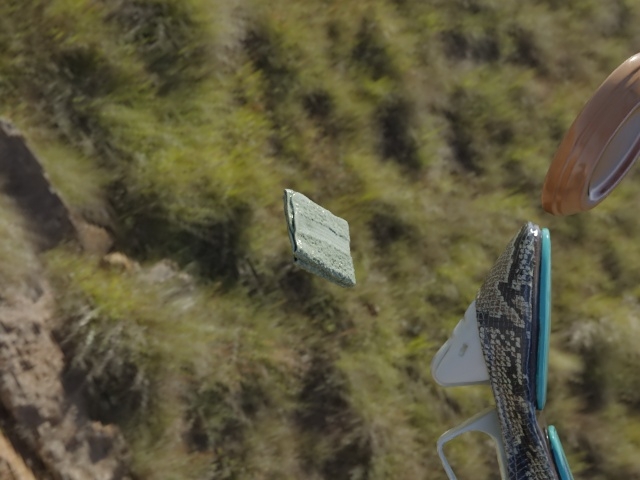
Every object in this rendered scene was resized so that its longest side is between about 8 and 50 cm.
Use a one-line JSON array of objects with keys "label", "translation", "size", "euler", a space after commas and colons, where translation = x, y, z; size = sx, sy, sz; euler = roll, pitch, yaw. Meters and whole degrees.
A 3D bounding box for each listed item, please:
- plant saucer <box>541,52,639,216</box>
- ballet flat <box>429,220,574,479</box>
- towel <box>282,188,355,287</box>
[{"label": "plant saucer", "translation": [0.310, -0.106, 1.275], "size": [0.037, 0.200, 0.200], "euler": [37, 29, 24]}, {"label": "ballet flat", "translation": [0.230, 0.225, 1.493], "size": [0.164, 0.182, 0.483], "euler": [-22, 103, -78]}, {"label": "towel", "translation": [0.000, 0.000, 1.576], "size": [0.148, 0.027, 0.110], "euler": [31, 43, -52]}]
